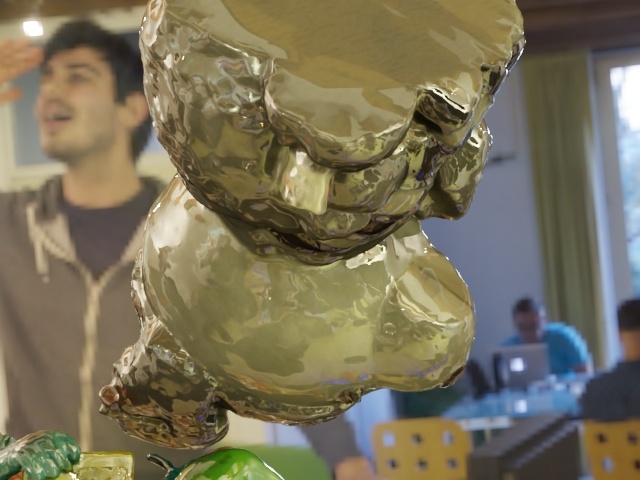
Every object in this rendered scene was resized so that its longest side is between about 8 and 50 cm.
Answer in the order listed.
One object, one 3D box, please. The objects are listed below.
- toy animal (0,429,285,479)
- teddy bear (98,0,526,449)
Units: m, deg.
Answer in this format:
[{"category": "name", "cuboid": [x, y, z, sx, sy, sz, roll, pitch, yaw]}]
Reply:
[{"category": "toy animal", "cuboid": [-0.104, 0.111, 0.598, 0.208, 0.103, 0.100, -1, 41, 48]}, {"category": "teddy bear", "cuboid": [0.006, -0.017, 0.594, 0.144, 0.171, 0.251, 22, -37, 9]}]
